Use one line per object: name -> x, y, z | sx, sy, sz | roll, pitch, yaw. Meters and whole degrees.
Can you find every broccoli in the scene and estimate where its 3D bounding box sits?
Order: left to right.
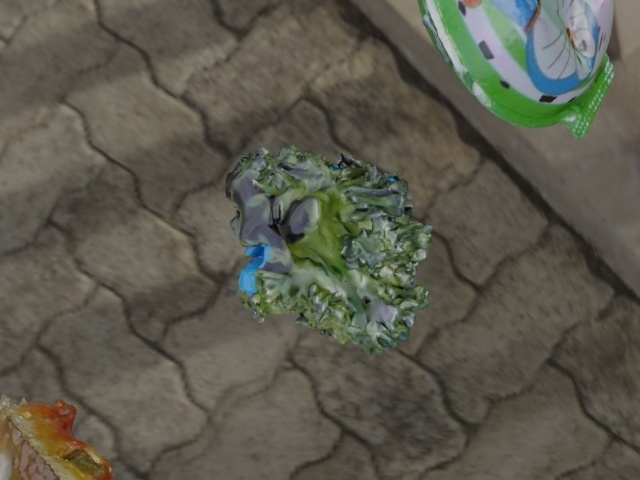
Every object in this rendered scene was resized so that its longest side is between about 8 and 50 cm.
broccoli -> 0.000, 0.000, 1.124 | 0.154, 0.160, 0.167 | -12, 72, 17

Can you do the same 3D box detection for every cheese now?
cheese -> 0.102, -0.202, 1.026 | 0.083, 0.320, 0.204 | -10, 39, 43

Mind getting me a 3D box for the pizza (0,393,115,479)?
pizza -> -0.145, 0.330, 1.125 | 0.406, 0.130, 0.440 | -6, 75, 46
